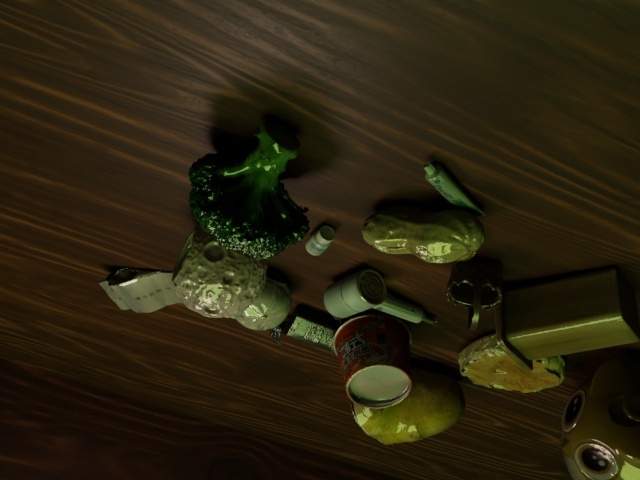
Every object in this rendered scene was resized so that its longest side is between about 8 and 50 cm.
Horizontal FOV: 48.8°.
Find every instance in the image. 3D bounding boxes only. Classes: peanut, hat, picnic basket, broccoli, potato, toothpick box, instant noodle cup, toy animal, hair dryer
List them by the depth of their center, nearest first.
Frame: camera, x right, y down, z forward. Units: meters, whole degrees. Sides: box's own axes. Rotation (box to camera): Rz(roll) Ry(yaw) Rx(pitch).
[{"bbox_3d":[-0.143,-0.100,1.526,0.298,0.297,0.297,25,126,-19],"label":"broccoli"},{"bbox_3d":[0.231,-0.015,1.622,0.291,0.130,0.130,7,150,31],"label":"peanut"},{"bbox_3d":[0.384,0.138,1.766,0.138,0.178,0.128,6,148,12],"label":"picnic basket"},{"bbox_3d":[0.618,0.190,1.777,0.308,0.190,0.187,-18,137,34],"label":"toothpick box"},{"bbox_3d":[0.196,0.193,2.024,0.358,0.107,0.173,23,151,-27],"label":"hair dryer"},{"bbox_3d":[0.908,0.580,2.070,0.409,0.408,0.425,2,141,18],"label":"toothpick box"},{"bbox_3d":[-0.208,0.190,2.103,0.232,0.161,0.275,34,147,-24],"label":"hat"},{"bbox_3d":[0.168,0.372,2.139,0.251,0.192,0.250,-2,127,-3],"label":"instant noodle cup"},{"bbox_3d":[-0.145,0.275,2.301,0.108,0.062,0.220,4,135,18],"label":"toy animal"},{"bbox_3d":[0.307,0.514,2.360,0.296,0.289,0.397,-17,138,21],"label":"potato"}]

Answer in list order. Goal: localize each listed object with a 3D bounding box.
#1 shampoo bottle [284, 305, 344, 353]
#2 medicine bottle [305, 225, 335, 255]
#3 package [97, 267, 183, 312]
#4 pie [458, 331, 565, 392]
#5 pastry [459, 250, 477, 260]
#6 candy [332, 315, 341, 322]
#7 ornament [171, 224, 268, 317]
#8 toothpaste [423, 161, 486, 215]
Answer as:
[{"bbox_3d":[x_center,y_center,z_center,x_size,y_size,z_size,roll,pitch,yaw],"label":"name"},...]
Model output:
[{"bbox_3d":[0.045,0.307,2.253,0.310,0.071,0.098,22,111,-15],"label":"shampoo bottle"},{"bbox_3d":[0.000,0.000,1.809,0.052,0.052,0.089,22,147,-15],"label":"medicine bottle"},{"bbox_3d":[-0.564,0.159,2.286,0.251,0.062,0.203,-7,146,7],"label":"package"},{"bbox_3d":[0.592,0.388,2.189,0.340,0.083,0.339,8,147,5],"label":"pie"},{"bbox_3d":[0.326,0.005,1.695,0.097,0.057,0.109,-19,139,33],"label":"pastry"},{"bbox_3d":[0.055,0.203,2.128,0.043,0.045,0.175,20,151,16],"label":"candy"},{"bbox_3d":[-0.255,0.077,1.839,0.225,0.259,0.259,24,147,-16],"label":"ornament"},{"bbox_3d":[0.287,-0.107,1.545,0.064,0.041,0.218,1,152,44],"label":"toothpaste"}]
